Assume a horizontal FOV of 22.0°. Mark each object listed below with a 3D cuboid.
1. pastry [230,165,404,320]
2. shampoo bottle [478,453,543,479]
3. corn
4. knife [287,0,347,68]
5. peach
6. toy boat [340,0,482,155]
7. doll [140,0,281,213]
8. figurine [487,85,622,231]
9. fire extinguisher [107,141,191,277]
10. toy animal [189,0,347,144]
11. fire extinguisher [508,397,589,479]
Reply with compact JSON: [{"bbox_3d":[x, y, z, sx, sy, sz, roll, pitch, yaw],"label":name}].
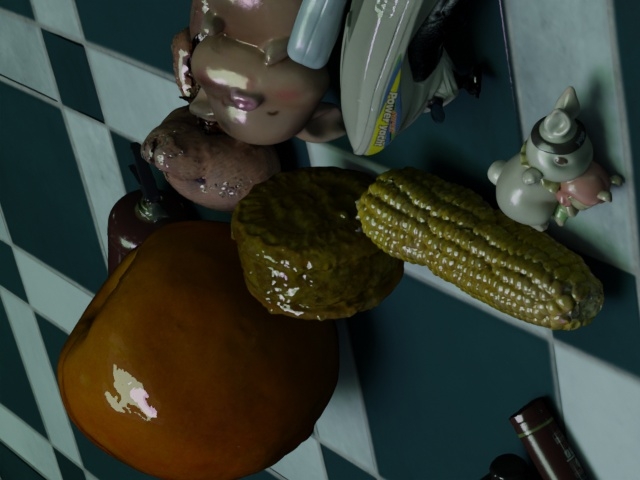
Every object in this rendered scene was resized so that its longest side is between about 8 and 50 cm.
[{"bbox_3d":[0.000,0.000,1.765,0.189,0.189,0.103,33,140,41],"label":"pastry"},{"bbox_3d":[0.215,0.340,1.833,0.079,0.080,0.246,30,140,41],"label":"shampoo bottle"},{"bbox_3d":[0.155,0.007,1.600,0.292,0.101,0.101,29,139,43],"label":"corn"},{"bbox_3d":[0.033,-0.283,1.483,0.044,0.080,0.331,24,134,0],"label":"knife"},{"bbox_3d":[-0.133,0.142,1.977,0.302,0.343,0.343,37,155,-11],"label":"peach"},{"bbox_3d":[0.085,-0.193,1.512,0.141,0.141,0.269,39,145,35],"label":"toy boat"},{"bbox_3d":[-0.129,-0.157,1.868,0.201,0.156,0.303,38,141,37],"label":"doll"},{"bbox_3d":[0.221,-0.073,1.468,0.098,0.081,0.146,18,148,-13],"label":"figurine"},{"bbox_3d":[-0.238,0.023,2.255,0.135,0.114,0.337,59,156,32],"label":"fire extinguisher"},{"bbox_3d":[-0.057,-0.211,1.690,0.166,0.154,0.250,25,131,22],"label":"toy animal"},{"bbox_3d":[0.252,0.242,1.720,0.158,0.043,0.064,61,-178,1],"label":"fire extinguisher"}]
